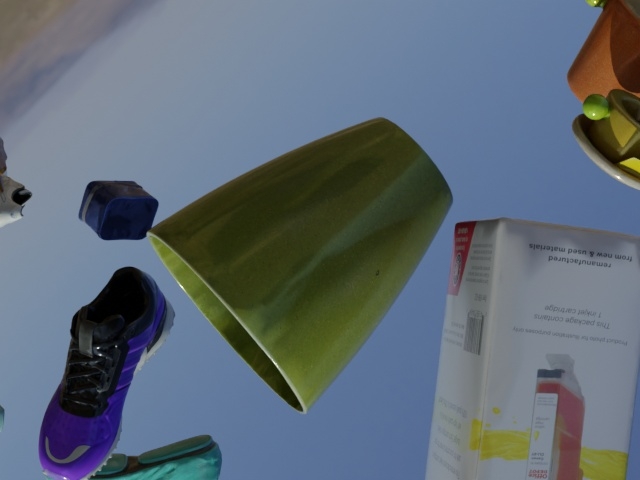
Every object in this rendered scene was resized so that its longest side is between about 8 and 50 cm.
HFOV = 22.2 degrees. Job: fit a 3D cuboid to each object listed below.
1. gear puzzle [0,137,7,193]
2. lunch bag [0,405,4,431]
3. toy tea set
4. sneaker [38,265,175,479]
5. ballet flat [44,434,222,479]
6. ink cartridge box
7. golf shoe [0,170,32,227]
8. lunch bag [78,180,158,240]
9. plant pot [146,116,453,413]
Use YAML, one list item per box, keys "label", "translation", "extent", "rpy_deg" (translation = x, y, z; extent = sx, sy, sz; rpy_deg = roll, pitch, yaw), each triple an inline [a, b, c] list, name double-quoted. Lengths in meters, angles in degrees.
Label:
- label: "gear puzzle"
  translation: [-0.317, -0.162, 1.290]
  extent: [0.044, 0.339, 0.175]
  rpy_deg: [-14, -142, 10]
- label: "lunch bag"
  translation: [-0.550, 0.246, 2.012]
  extent: [0.262, 0.160, 0.223]
  rpy_deg: [-8, -174, 33]
- label: "toy tea set"
  translation: [0.350, -0.094, 1.330]
  extent: [0.124, 0.336, 0.200]
  rpy_deg: [-54, -155, 28]
- label: "sneaker"
  translation: [-0.286, 0.156, 2.057]
  extent: [0.146, 0.102, 0.293]
  rpy_deg: [79, 29, -59]
- label: "ballet flat"
  translation: [-0.255, 0.332, 2.248]
  extent: [0.247, 0.087, 0.083]
  rpy_deg: [-10, -169, 2]
- label: "ink cartridge box"
  translation: [0.213, 0.176, 1.683]
  extent: [0.279, 0.160, 0.384]
  rpy_deg: [-176, -86, -85]
- label: "golf shoe"
  translation: [-0.463, -0.064, 2.398]
  extent: [0.086, 0.069, 0.176]
  rpy_deg: [-6, -150, -1]
- label: "lunch bag"
  translation: [-0.267, -0.043, 2.159]
  extent: [0.065, 0.098, 0.067]
  rpy_deg: [38, -65, 38]
- label: "plant pot"
  translation: [0.000, 0.000, 1.873]
  extent: [0.293, 0.275, 0.275]
  rpy_deg: [-41, -169, -10]
